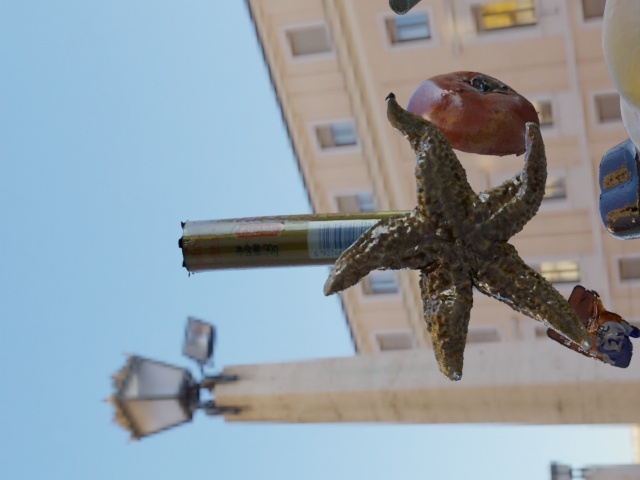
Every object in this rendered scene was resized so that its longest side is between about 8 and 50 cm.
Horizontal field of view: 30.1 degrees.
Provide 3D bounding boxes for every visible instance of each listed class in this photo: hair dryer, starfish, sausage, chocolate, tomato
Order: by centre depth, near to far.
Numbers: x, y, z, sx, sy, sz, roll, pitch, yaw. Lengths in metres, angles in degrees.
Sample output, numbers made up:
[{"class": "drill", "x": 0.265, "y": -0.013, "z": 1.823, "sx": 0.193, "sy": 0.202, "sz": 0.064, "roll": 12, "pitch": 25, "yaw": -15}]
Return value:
[{"class": "starfish", "x": 0.117, "y": 0.003, "z": 1.032, "sx": 0.277, "sy": 0.236, "sz": 0.062, "roll": 53, "pitch": 174, "yaw": 2}, {"class": "sausage", "x": 0.000, "y": 0.000, "z": 1.518, "sx": 0.082, "sy": 0.371, "sz": 0.082, "roll": -3, "pitch": -90, "yaw": -75}, {"class": "chocolate", "x": 0.418, "y": -0.069, "z": 1.579, "sx": 0.125, "sy": 0.080, "sz": 0.148, "roll": 13, "pitch": -110, "yaw": -45}, {"class": "hair dryer", "x": 0.125, "y": -0.418, "z": 1.843, "sx": 0.063, "sy": 0.038, "sz": 0.124, "roll": -48, "pitch": -50, "yaw": -46}, {"class": "tomato", "x": 0.257, "y": -0.224, "z": 2.001, "sx": 0.237, "sy": 0.237, "sz": 0.095, "roll": -52, "pitch": -26, "yaw": -64}]

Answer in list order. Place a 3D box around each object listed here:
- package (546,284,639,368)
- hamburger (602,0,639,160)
[{"class": "package", "x": 0.348, "y": 0.111, "z": 1.490, "sx": 0.077, "sy": 0.111, "sz": 0.033, "roll": -65, "pitch": -9, "yaw": 22}, {"class": "hamburger", "x": 0.390, "y": -0.176, "z": 0.984, "sx": 0.186, "sy": 0.303, "sz": 0.261, "roll": 54, "pitch": -142, "yaw": -59}]
